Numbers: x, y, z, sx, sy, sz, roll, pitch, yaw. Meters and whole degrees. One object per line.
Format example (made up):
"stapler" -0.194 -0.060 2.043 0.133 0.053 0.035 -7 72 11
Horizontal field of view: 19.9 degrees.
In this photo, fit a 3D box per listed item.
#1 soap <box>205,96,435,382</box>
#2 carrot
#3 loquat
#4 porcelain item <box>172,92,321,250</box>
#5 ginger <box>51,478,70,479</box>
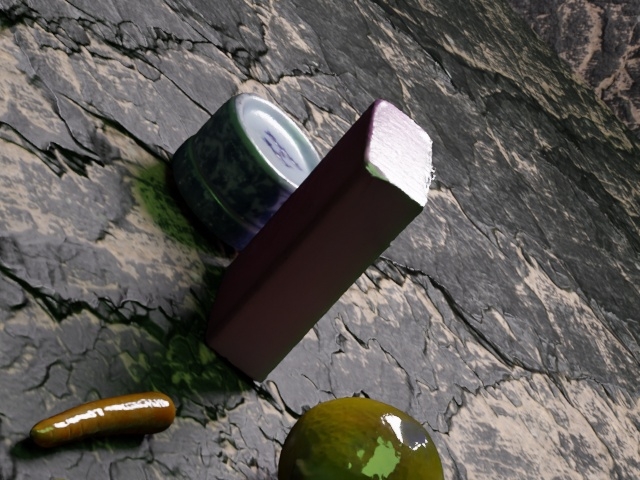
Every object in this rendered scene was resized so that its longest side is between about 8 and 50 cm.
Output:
"soap" -0.001 -0.001 1.787 0.081 0.259 0.181 38 24 -11
"carrot" -0.182 0.148 1.493 0.037 0.037 0.190 57 26 17
"loquat" 0.033 0.216 1.654 0.195 0.152 0.152 -9 61 -56
"porcelain item" -0.078 -0.069 1.939 0.147 0.114 0.147 39 25 -23
"ginger" -0.141 0.270 1.319 0.137 0.074 0.213 14 47 -56
